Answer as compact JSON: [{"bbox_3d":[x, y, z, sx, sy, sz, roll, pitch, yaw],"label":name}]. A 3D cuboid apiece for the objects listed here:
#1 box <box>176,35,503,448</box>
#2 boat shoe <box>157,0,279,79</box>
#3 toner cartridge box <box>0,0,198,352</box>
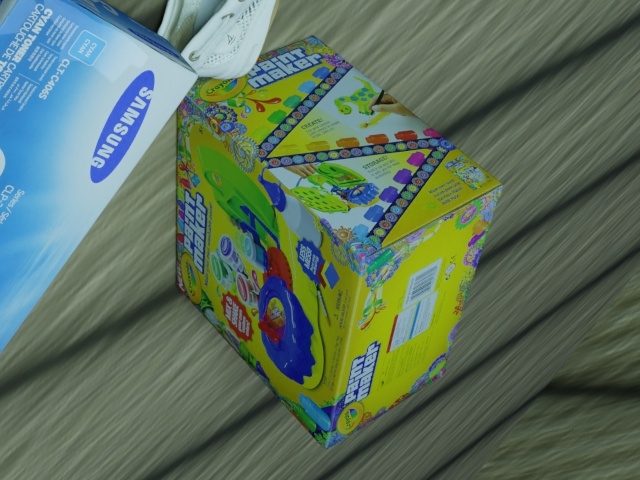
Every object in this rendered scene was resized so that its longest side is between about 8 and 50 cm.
[{"bbox_3d":[0.000,0.000,1.038,0.177,0.279,0.290,-27,144,-30],"label":"box"},{"bbox_3d":[-0.074,-0.247,0.829,0.096,0.098,0.277,-17,140,-42],"label":"boat shoe"},{"bbox_3d":[-0.269,-0.044,0.817,0.165,0.075,0.348,25,107,-45],"label":"toner cartridge box"}]
